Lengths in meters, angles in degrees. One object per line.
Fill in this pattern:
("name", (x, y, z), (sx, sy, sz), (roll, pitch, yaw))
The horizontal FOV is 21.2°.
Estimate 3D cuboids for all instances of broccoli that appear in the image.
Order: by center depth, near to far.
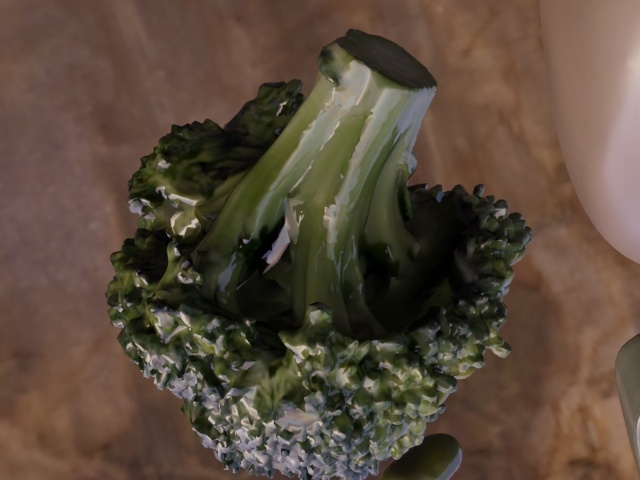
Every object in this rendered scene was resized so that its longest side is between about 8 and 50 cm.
("broccoli", (0.002, 0.012, 1.072), (0.260, 0.288, 0.235), (-48, 149, 3))

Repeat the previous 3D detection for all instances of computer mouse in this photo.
("computer mouse", (0.108, -0.067, 0.505), (0.082, 0.145, 0.236), (-5, 169, 13))

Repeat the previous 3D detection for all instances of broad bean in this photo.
("broad bean", (0.086, 0.198, 1.463), (0.083, 0.045, 0.063), (-47, -161, -29))

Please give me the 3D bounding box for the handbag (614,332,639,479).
("handbag", (0.286, 0.130, 0.925), (0.219, 0.256, 0.079), (-13, -148, 8))
